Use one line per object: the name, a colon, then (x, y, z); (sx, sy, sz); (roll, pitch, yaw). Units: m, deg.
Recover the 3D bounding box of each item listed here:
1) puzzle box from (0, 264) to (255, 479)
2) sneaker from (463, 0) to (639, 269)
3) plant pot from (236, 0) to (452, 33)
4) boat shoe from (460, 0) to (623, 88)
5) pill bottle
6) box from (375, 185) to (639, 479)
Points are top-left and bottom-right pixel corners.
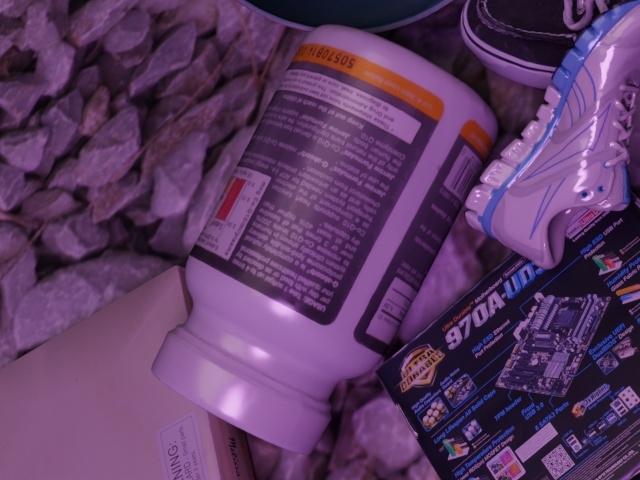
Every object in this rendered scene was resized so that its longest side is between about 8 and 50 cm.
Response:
puzzle box: (-0.166, 0.255, 0.929); (0.272, 0.052, 0.409); (-29, 57, 22)
sneaker: (0.176, -0.064, 0.749); (0.083, 0.071, 0.191); (44, 117, 28)
plant pot: (0.002, -0.314, 0.943); (0.290, 0.290, 0.195); (-54, 15, 3)
boat shoe: (0.220, -0.166, 0.805); (0.306, 0.105, 0.113); (13, 78, 38)
pill bottle: (0.000, 0.000, 0.851); (0.162, 0.162, 0.279); (26, 86, 39)
box: (0.164, 0.088, 0.770); (0.220, 0.051, 0.175); (-43, 52, 13)
